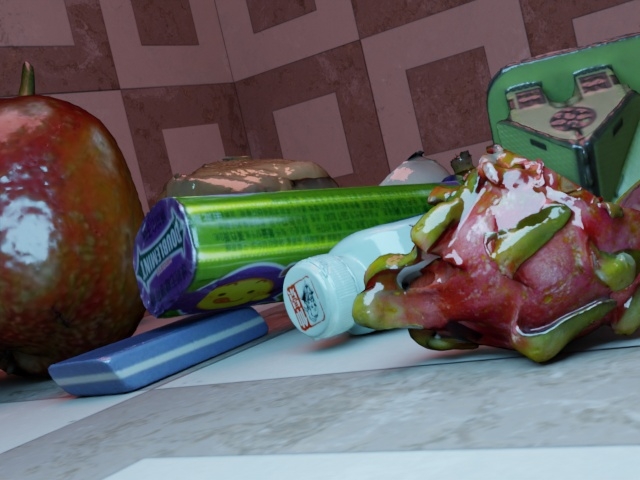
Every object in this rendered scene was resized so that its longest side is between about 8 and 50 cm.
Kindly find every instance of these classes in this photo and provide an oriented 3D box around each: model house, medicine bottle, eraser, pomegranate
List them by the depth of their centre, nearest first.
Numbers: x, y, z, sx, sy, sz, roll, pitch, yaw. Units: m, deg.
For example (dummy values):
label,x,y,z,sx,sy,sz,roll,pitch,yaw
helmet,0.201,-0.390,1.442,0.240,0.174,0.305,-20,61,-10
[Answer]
label,x,y,z,sx,sy,sz,roll,pitch,yaw
medicine bottle,0.074,0.025,0.823,0.228,0.083,0.121,-14,-16,-38
eraser,-0.143,0.100,0.881,0.081,0.036,0.225,-11,4,34
model house,0.294,-0.051,0.927,0.218,0.205,0.279,-14,32,11
pomegranate,0.251,-0.072,1.566,0.130,0.130,0.130,-13,3,1

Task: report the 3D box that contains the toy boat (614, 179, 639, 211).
label,x,y,z,sx,sy,sz,roll,pitch,yaw
toy boat,0.337,-0.027,0.680,0.317,0.099,0.141,-13,44,5

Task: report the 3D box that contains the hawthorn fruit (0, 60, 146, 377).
label,x,y,z,sx,sy,sz,roll,pitch,yaw
hawthorn fruit,-0.327,-0.031,1.028,0.284,0.369,0.285,-7,-17,-2

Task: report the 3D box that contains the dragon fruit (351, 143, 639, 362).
label,x,y,z,sx,sy,sz,roll,pitch,yaw
dragon fruit,0.116,0.013,0.599,0.207,0.150,0.133,-19,-28,15

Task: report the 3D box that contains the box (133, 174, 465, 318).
label,x,y,z,sx,sy,sz,roll,pitch,yaw
box,0.000,0.000,0.934,0.345,0.097,0.134,-6,-23,-33

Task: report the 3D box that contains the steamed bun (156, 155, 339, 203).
label,x,y,z,sx,sy,sz,roll,pitch,yaw
steamed bun,-0.155,-0.056,2.010,0.324,0.231,0.372,5,14,37

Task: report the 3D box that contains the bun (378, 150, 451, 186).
label,x,y,z,sx,sy,sz,roll,pitch,yaw
bun,0.134,-0.036,1.397,0.173,0.120,0.173,-42,-12,-11
